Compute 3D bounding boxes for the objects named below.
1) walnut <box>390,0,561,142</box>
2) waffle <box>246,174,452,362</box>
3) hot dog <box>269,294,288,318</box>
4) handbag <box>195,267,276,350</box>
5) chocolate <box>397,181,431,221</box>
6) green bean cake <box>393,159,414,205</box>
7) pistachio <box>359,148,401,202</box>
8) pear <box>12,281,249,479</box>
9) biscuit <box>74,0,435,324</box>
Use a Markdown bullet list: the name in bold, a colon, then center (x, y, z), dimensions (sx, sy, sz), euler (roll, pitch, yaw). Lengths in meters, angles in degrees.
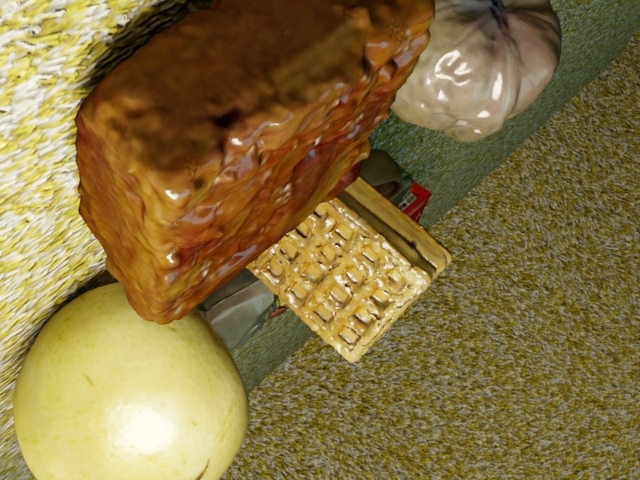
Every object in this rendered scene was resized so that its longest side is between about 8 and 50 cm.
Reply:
- **walnut**: center (0.189, -0.249, 1.317), dimensions (0.248, 0.248, 0.248), euler (-42, 170, -9)
- **waffle**: center (-0.001, 0.001, 1.373), dimensions (0.091, 0.308, 0.213), euler (-42, 172, -50)
- **hot dog**: center (-0.109, 0.118, 2.039), dimensions (0.123, 0.093, 0.261), euler (-39, 169, -25)
- **handbag**: center (-0.150, 0.123, 1.836), dimensions (0.182, 0.117, 0.270), euler (-27, 166, -8)
- **chocolate**: center (0.136, -0.034, 2.359), dimensions (0.237, 0.108, 0.235), euler (-40, 170, -11)
- **green bean cake**: center (0.079, -0.067, 2.002), dimensions (0.185, 0.094, 0.183), euler (-40, 172, -32)
- **pistachio**: center (0.068, -0.097, 1.820), dimensions (0.131, 0.130, 0.206), euler (6, -159, 37)
- **pear**: center (-0.246, 0.205, 1.283), dimensions (0.309, 0.309, 0.309), euler (-42, 170, -9)
- **biscuit**: center (-0.080, -0.104, 1.013), dimensions (0.342, 0.166, 0.395), euler (-41, 172, -25)
